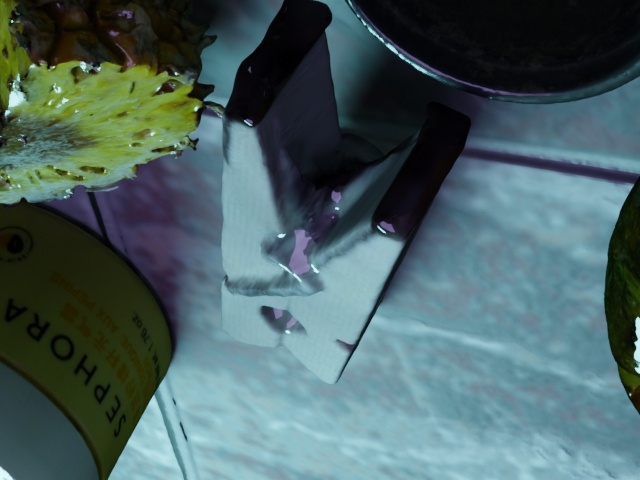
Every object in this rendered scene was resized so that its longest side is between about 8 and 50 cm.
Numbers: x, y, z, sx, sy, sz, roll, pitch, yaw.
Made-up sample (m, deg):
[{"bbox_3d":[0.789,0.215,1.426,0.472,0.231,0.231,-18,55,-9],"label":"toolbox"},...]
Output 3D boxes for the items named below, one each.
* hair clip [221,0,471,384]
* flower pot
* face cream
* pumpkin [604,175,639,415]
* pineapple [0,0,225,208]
[{"bbox_3d":[0.002,-0.004,0.736,0.101,0.085,0.331,25,162,5],"label":"hair clip"},{"bbox_3d":[0.086,-0.149,0.572,0.157,0.107,0.157,16,142,12],"label":"flower pot"},{"bbox_3d":[-0.237,0.103,0.971,0.218,0.179,0.218,16,140,14],"label":"face cream"},{"bbox_3d":[0.245,0.030,0.636,0.238,0.159,0.238,22,128,32],"label":"pumpkin"},{"bbox_3d":[-0.113,-0.089,0.739,0.135,0.079,0.233,-7,165,-16],"label":"pineapple"}]
